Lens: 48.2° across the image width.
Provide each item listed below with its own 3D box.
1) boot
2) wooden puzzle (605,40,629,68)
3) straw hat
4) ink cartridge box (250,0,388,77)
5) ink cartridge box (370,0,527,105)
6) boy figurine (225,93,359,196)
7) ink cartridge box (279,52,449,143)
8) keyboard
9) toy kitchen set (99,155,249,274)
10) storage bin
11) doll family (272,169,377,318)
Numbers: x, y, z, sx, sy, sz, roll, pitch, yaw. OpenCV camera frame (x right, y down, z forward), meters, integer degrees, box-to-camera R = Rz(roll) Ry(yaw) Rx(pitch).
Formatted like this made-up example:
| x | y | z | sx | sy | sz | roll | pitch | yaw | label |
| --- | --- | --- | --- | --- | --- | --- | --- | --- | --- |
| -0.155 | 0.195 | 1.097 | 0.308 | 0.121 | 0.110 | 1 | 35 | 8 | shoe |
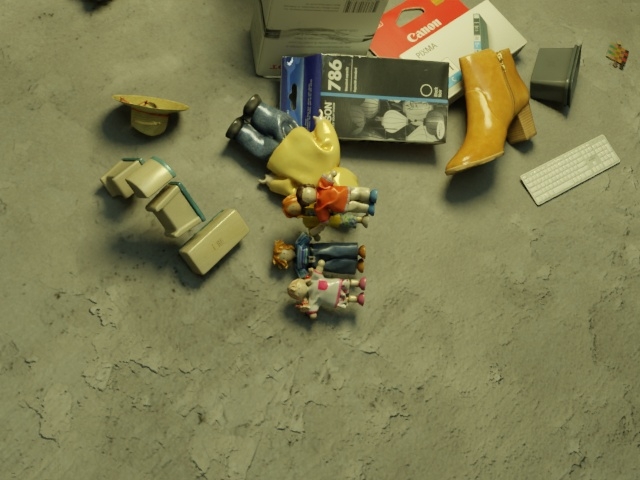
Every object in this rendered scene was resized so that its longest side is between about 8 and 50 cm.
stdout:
| x | y | z | sx | sy | sz | roll | pitch | yaw | label |
| --- | --- | --- | --- | --- | --- | --- | --- | --- | --- |
| 0.317 | -0.269 | 1.448 | 0.295 | 0.104 | 0.211 | -30 | 99 | -35 | boot |
| 0.711 | -0.446 | 1.711 | 0.049 | 0.006 | 0.083 | 28 | 63 | 0 | wooden puzzle |
| -0.317 | -0.228 | 1.325 | 0.144 | 0.144 | 0.061 | 8 | 106 | -11 | straw hat |
| -0.003 | -0.459 | 1.372 | 0.223 | 0.307 | 0.129 | -4 | 65 | -15 | ink cartridge box |
| 0.265 | -0.446 | 1.569 | 0.296 | 0.066 | 0.261 | -37 | 81 | -25 | ink cartridge box |
| -0.031 | -0.158 | 1.340 | 0.285 | 0.092 | 0.177 | 35 | 94 | 1 | boy figurine |
| 0.087 | -0.277 | 1.406 | 0.333 | 0.065 | 0.165 | 0 | 95 | -10 | ink cartridge box |
| 0.538 | -0.154 | 1.534 | 0.256 | 0.014 | 0.072 | -26 | 75 | -22 | keyboard |
| -0.260 | -0.063 | 1.269 | 0.122 | 0.166 | 0.207 | -45 | 119 | -26 | toy kitchen set |
| 0.521 | -0.366 | 1.589 | 0.091 | 0.098 | 0.135 | 11 | 61 | 22 | storage bin |
| 0.000 | 0.000 | 1.268 | 0.163 | 0.118 | 0.263 | 4 | 102 | -6 | doll family |
